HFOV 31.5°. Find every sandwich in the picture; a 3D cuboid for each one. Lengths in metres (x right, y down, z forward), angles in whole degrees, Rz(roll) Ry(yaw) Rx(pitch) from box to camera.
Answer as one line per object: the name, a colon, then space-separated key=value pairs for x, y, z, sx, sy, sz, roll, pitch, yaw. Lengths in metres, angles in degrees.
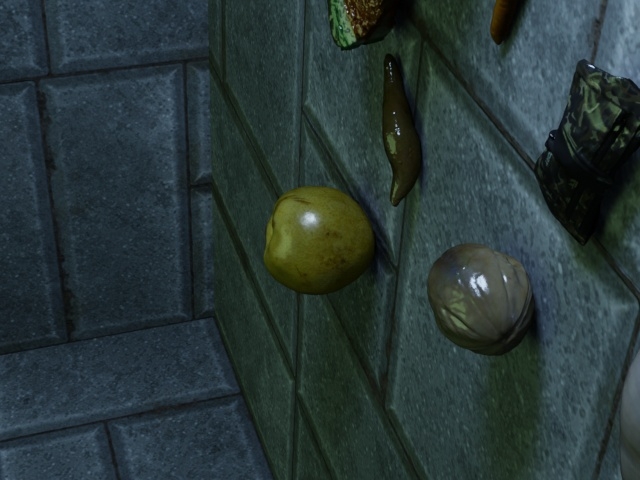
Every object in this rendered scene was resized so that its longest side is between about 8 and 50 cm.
sandwich: x=0.086 y=-0.391 z=1.738 sx=0.160 sy=0.109 sz=0.185 roll=3 pitch=101 yaw=54

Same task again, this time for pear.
pear: x=0.000 y=0.000 z=2.074 sx=0.209 sy=0.209 sz=0.209 roll=171 pitch=90 yaw=-74

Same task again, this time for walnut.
walnut: x=0.210 y=0.076 z=1.488 sx=0.162 sy=0.140 sz=0.140 roll=-142 pitch=44 yaw=-57

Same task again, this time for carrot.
carrot: x=0.229 y=-0.308 z=1.377 sx=0.190 sy=0.037 sz=0.037 roll=97 pitch=157 yaw=-49

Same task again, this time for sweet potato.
sweet potato: x=0.125 y=-0.180 z=1.791 sx=0.069 sy=0.059 sz=0.249 roll=109 pitch=154 yaw=-83

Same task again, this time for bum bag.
bum bag: x=0.288 y=-0.096 z=1.227 sx=0.102 sy=0.069 sz=0.248 roll=36 pitch=146 yaw=15

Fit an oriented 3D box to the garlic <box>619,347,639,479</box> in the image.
garlic: x=0.348 y=0.136 z=0.780 sx=0.317 sy=0.259 sz=0.317 roll=16 pitch=117 yaw=34
